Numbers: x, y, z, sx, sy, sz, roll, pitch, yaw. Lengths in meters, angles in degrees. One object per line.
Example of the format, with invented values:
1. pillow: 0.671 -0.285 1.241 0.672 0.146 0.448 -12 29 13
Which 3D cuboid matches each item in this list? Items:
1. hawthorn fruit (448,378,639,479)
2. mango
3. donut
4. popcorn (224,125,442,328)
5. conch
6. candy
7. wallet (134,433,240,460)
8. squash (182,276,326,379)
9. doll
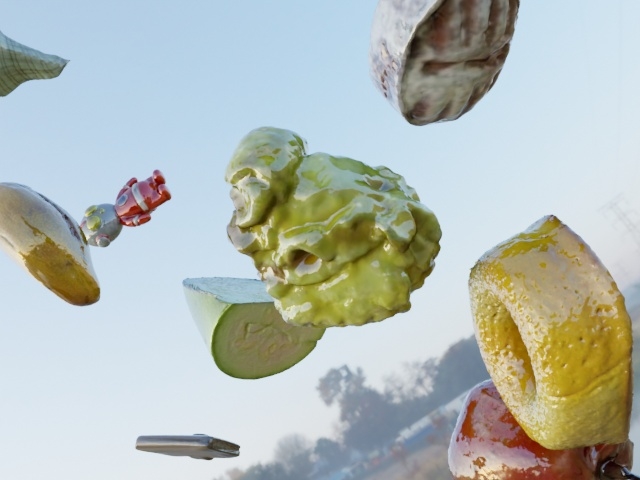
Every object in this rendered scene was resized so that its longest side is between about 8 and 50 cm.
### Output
1. hawthorn fruit: 0.348 0.322 1.106 0.254 0.254 0.300 -25 6 -26
2. mango: -0.475 -0.005 1.271 0.120 0.295 0.177 -53 -28 -9
3. donut: 0.277 0.123 0.931 0.110 0.303 0.303 -17 -20 -7
4. popcorn: 0.000 0.000 0.943 0.174 0.285 0.225 -68 2 -66
5. conch: -0.485 -0.255 1.007 0.137 0.234 0.114 -58 -13 1
6. candy: 0.183 -0.296 1.099 0.214 0.157 0.290 -24 -31 -19
7. wallet: -0.221 0.347 1.258 0.152 0.039 0.118 -8 -26 22
8. squash: -0.153 0.111 1.499 0.233 0.309 0.210 -1 -56 -25
9. doll: -0.428 -0.058 1.573 0.245 0.142 0.076 -30 -43 3
